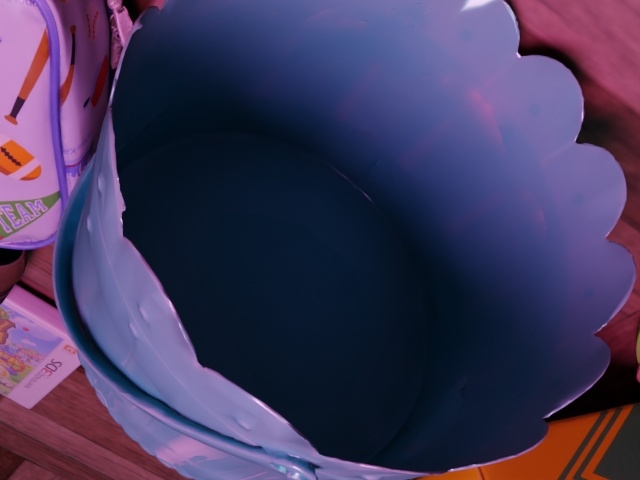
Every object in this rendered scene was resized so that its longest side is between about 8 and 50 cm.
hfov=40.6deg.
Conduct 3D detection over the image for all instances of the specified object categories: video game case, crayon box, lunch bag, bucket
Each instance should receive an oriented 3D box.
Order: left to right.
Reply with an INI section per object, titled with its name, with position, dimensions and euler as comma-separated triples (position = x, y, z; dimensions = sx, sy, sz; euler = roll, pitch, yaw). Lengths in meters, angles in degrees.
[lunch bag]
position = -0.266, -0.127, 0.523
dimensions = 0.303, 0.115, 0.243
euler = 13, 135, 0
[video game case]
position = -0.342, 0.081, 0.845
dimensions = 0.212, 0.023, 0.193
euler = 35, 138, -17
[bucket]
position = 0.000, 0.000, 0.458
dimensions = 0.281, 0.281, 0.183
euler = 30, 146, -12
[crayon box]
position = 0.137, 0.196, 0.623
dimensions = 0.318, 0.081, 0.202
euler = -2, 151, -34

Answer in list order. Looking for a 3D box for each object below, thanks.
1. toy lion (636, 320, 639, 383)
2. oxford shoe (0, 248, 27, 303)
[toy lion]
position = 0.273, 0.063, 0.601
dimensions = 0.100, 0.034, 0.096
euler = 1, 128, 20
[oxford shoe]
position = -0.343, -0.028, 0.699
dimensions = 0.227, 0.083, 0.096
euler = 27, 137, -27
